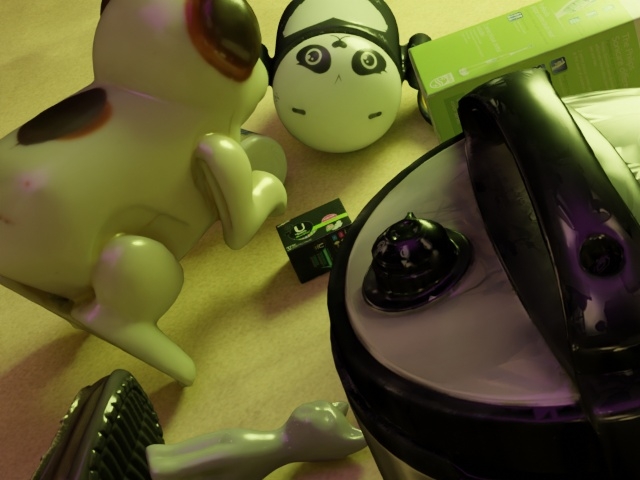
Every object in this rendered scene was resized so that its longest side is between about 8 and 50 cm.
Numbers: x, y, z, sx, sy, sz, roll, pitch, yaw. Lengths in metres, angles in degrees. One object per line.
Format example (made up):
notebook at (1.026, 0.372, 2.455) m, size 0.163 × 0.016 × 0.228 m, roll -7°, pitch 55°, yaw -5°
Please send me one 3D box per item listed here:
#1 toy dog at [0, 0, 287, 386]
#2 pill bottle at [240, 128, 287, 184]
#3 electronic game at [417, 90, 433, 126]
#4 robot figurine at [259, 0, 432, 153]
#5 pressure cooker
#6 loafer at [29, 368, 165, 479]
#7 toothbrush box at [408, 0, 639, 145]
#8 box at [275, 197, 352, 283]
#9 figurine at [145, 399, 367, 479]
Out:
toy dog at (-0.218, -0.111, 1.384) m, size 0.285 × 0.395 × 0.408 m, roll 14°, pitch 71°, yaw 53°
pill bottle at (-0.130, -0.106, 1.628) m, size 0.094 × 0.094 × 0.169 m, roll -42°, pitch 38°, yaw -25°
electronic game at (0.234, -0.207, 1.594) m, size 0.229 × 0.048 × 0.229 m, roll -16°, pitch 35°, yaw 11°
robot figurine at (0.022, -0.236, 1.643) m, size 0.209 × 0.173 × 0.278 m, roll -36°, pitch 28°, yaw 25°
pressure cooker at (0.203, 0.092, 0.884) m, size 0.370 × 0.420 × 0.375 m, roll 14°, pitch 48°, yaw 42°
loafer at (-0.250, 0.267, 1.162) m, size 0.130 × 0.133 × 0.366 m, roll -8°, pitch 37°, yaw 20°
toothbrush box at (0.264, -0.147, 1.359) m, size 0.283 × 0.206 × 0.122 m, roll -19°, pitch 34°, yaw 7°
box at (0.000, 0.000, 1.449) m, size 0.083 × 0.052 × 0.062 m, roll -25°, pitch 35°, yaw 0°
figurine at (-0.039, 0.234, 1.141) m, size 0.209 × 0.092 × 0.215 m, roll -19°, pitch 33°, yaw -7°
